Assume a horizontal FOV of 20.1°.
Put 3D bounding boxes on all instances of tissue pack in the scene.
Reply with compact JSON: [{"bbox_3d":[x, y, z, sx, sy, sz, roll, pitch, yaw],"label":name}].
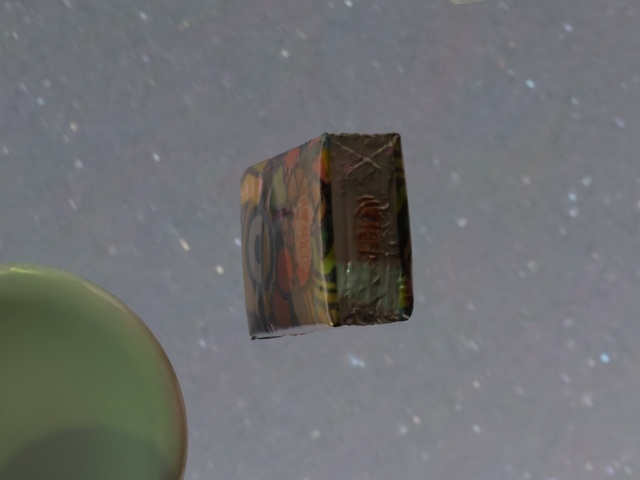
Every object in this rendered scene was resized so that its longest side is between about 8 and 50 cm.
[{"bbox_3d":[0.000,0.000,1.045,0.060,0.148,0.109,-3,-94,-20],"label":"tissue pack"}]

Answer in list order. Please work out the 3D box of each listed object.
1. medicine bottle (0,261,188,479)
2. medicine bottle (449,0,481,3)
[{"bbox_3d":[-0.217,0.134,1.134,0.202,0.316,0.202,3,-101,-19],"label":"medicine bottle"},{"bbox_3d":[0.086,-0.243,0.913,0.121,0.229,0.083,-18,-18,13],"label":"medicine bottle"}]
